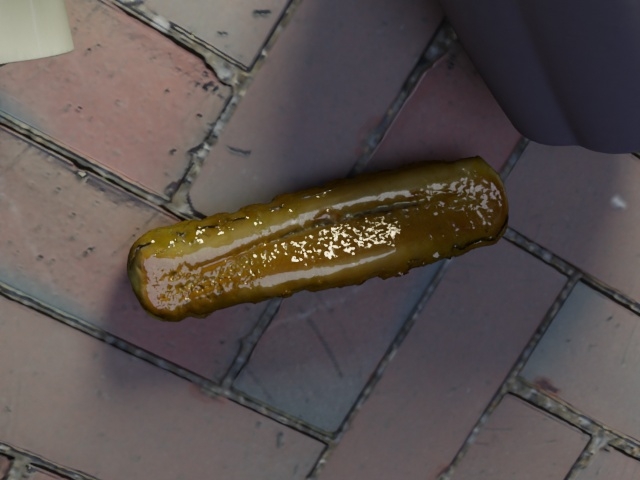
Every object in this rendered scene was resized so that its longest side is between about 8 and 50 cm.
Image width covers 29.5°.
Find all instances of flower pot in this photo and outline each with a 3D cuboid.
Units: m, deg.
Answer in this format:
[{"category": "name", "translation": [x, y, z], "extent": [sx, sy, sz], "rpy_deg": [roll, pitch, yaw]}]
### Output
[{"category": "flower pot", "translation": [0.185, -0.199, 0.811], "extent": [0.265, 0.265, 0.243], "rpy_deg": [-25, 124, -8]}]

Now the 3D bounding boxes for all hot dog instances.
[{"category": "hot dog", "translation": [0.000, -0.001, 0.908], "extent": [0.288, 0.068, 0.083], "rpy_deg": [-13, 88, -9]}]

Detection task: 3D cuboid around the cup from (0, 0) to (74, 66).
[{"category": "cup", "translation": [-0.272, -0.199, 0.696], "extent": [0.241, 0.185, 0.226], "rpy_deg": [-6, 104, -14]}]
